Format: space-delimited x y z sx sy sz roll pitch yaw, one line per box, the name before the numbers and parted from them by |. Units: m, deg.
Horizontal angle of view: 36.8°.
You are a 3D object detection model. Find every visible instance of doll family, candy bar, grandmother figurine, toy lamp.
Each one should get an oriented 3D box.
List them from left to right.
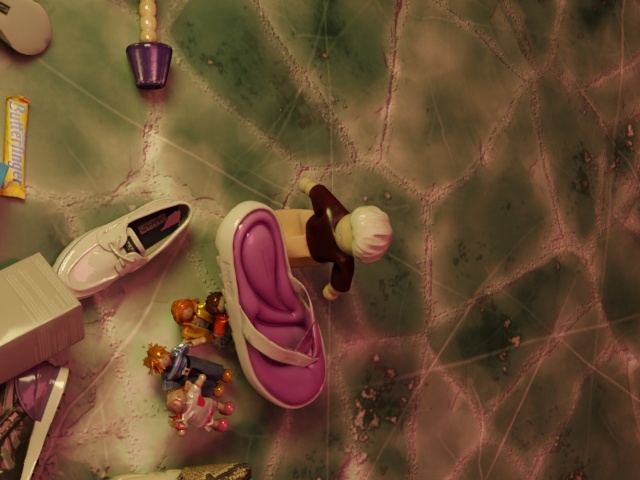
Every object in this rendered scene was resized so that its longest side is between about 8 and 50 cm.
candy bar | -0.472 -0.146 1.487 0.040 0.018 0.162 5 85 -33
toy lamp | -0.284 -0.389 1.591 0.080 0.080 0.275 1 86 -33
doll family | -0.207 0.188 1.592 0.163 0.118 0.263 33 73 -46
grandmother figurine | 0.000 0.000 1.590 0.104 0.342 0.208 -28 101 -31

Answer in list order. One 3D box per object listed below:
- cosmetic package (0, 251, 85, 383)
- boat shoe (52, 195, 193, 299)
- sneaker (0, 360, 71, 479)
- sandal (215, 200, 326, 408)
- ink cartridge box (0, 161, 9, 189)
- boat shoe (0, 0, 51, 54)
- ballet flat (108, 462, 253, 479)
cosmetic package | -0.476 0.132 1.389 0.238 0.107 0.127 -29 61 -27
boat shoe | -0.315 0.005 1.539 0.258 0.084 0.095 -42 109 -28
sneaker | -0.477 0.307 1.423 0.124 0.107 0.283 22 71 -15
sandal | -0.064 0.129 1.566 0.169 0.102 0.416 -44 130 -30
ink cartridge box | -0.555 -0.043 1.390 0.139 0.082 0.191 24 73 -30
boat shoe | -0.485 -0.349 1.430 0.078 0.070 0.219 -60 155 -3
ballet flat | -0.314 0.480 1.483 0.182 0.164 0.483 44 65 -1
